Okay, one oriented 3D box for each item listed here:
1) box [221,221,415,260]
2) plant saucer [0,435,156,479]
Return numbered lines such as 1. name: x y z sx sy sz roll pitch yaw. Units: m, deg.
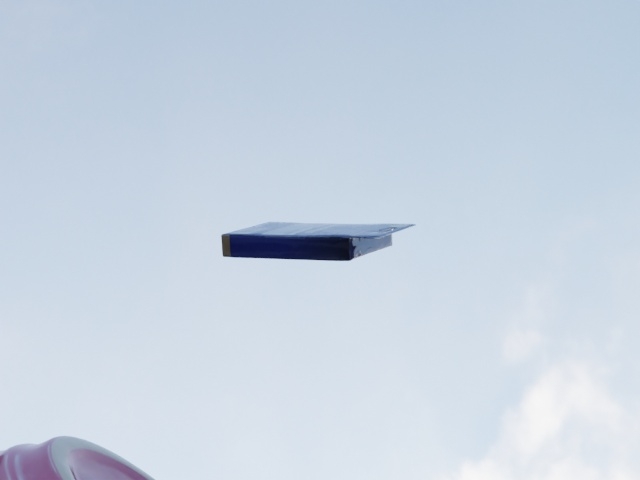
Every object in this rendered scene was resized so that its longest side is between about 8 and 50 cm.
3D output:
1. box: 0.000 0.000 1.588 0.225 0.136 0.036 0 -82 27
2. plant saucer: -0.182 0.297 1.150 0.084 0.332 0.332 -51 -53 1
